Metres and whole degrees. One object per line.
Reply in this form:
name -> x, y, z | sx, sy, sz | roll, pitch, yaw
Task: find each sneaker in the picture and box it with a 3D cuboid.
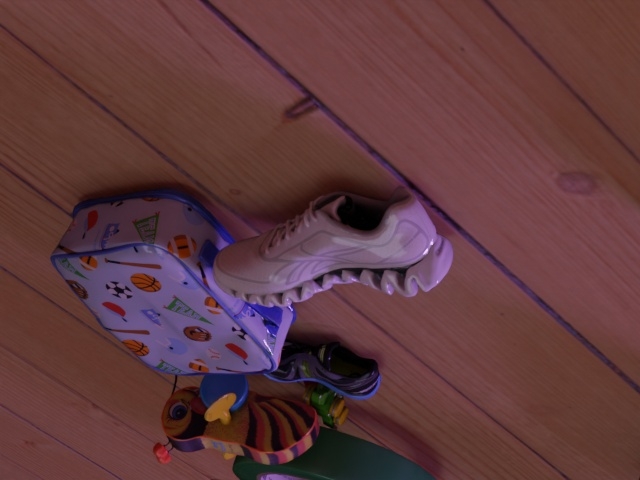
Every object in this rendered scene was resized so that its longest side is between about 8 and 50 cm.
sneaker -> 0.000, 0.000, 1.403 | 0.292, 0.110, 0.118 | -8, 132, 26
sneaker -> -0.007, 0.162, 1.694 | 0.188, 0.067, 0.078 | 14, 139, 3

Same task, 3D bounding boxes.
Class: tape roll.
tape roll -> 0.023, 0.375, 1.943 | 0.321, 0.077, 0.321 | 16, 157, 7

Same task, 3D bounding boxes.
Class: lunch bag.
lunch bag -> -0.177, 0.063, 1.587 | 0.243, 0.115, 0.303 | -9, 138, 36

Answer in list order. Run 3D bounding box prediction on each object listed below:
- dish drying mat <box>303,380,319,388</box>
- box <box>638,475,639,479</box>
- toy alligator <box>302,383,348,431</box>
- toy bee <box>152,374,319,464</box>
dish drying mat -> -0.008, 0.212, 1.818 | 0.032, 0.008, 0.083 | 9, 146, 17
box -> 0.557, 0.341, 1.586 | 0.216, 0.060, 0.270 | 22, 161, -4
toy alligator -> 0.017, 0.239, 1.808 | 0.056, 0.051, 0.190 | 23, 161, 20
toy bee -> -0.160, 0.267, 1.793 | 0.298, 0.162, 0.195 | 12, 151, 36
